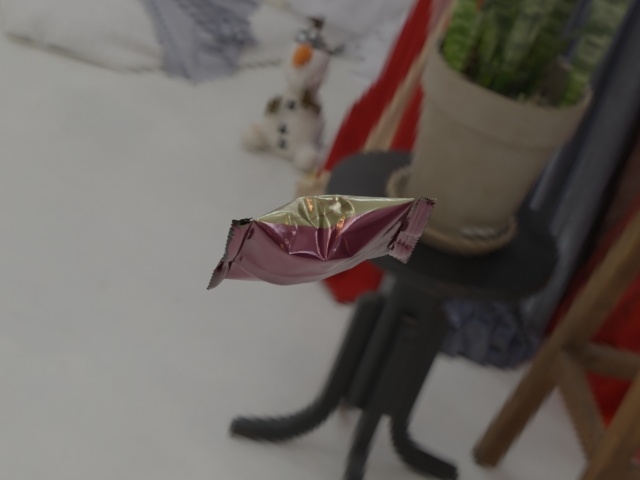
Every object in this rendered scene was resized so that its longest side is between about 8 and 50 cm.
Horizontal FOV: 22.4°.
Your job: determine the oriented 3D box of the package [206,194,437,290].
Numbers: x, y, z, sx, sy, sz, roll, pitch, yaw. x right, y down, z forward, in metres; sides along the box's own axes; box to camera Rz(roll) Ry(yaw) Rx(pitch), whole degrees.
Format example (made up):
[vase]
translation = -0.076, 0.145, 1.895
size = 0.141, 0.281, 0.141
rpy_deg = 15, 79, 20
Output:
[package]
translation = 0.000, 0.000, 0.622
size = 0.083, 0.059, 0.029
rpy_deg = -6, 66, -16
